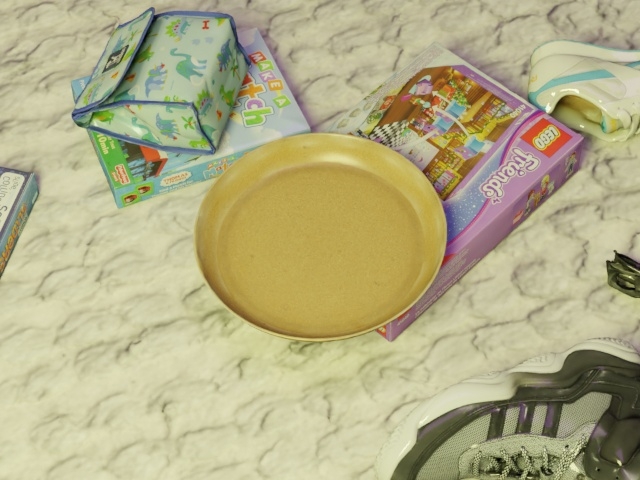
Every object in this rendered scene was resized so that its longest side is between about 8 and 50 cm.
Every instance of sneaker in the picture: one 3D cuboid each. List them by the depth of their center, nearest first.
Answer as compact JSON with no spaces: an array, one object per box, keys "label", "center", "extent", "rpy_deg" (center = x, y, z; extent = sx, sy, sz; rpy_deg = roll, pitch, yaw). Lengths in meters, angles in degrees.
[{"label":"sneaker","center":[0.189,0.188,1.294],"extent":[0.268,0.101,0.153],"rpy_deg":[-19,53,-16]},{"label":"sneaker","center":[0.330,-0.148,1.561],"extent":[0.228,0.087,0.092],"rpy_deg":[3,60,11]}]

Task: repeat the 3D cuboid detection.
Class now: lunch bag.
[{"label":"lunch bag","center":[-0.164,-0.164,1.520],"extent":[0.151,0.096,0.129],"rpy_deg":[6,55,23]}]

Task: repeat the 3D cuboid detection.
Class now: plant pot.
[{"label":"plant pot","center":[0.000,0.000,1.409],"extent":[0.236,0.032,0.236],"rpy_deg":[-2,54,2]}]

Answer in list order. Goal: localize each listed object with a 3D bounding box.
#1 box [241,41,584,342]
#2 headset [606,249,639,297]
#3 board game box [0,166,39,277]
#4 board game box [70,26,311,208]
[{"label":"box","center":[0.093,-0.056,1.504],"extent":[0.201,0.057,0.293],"rpy_deg":[37,62,25]},{"label":"headset","center":[0.420,-0.110,1.449],"extent":[0.185,0.243,0.394],"rpy_deg":[17,80,26]},{"label":"board game box","center":[-0.375,0.007,1.475],"extent":[0.136,0.035,0.201],"rpy_deg":[12,55,9]},{"label":"board game box","center":[-0.136,-0.132,1.573],"extent":[0.211,0.039,0.160],"rpy_deg":[-18,55,-13]}]
